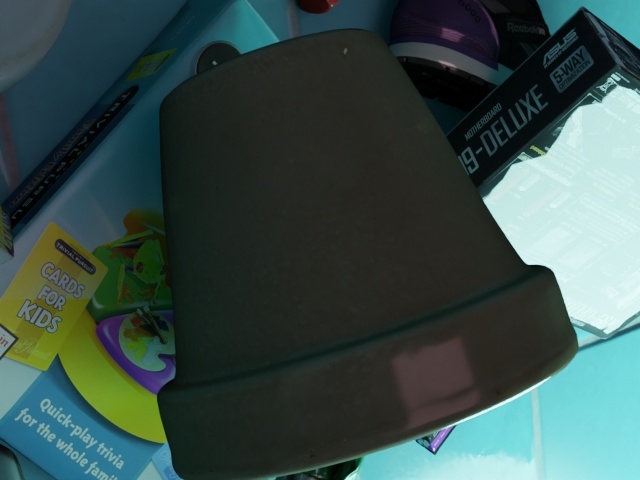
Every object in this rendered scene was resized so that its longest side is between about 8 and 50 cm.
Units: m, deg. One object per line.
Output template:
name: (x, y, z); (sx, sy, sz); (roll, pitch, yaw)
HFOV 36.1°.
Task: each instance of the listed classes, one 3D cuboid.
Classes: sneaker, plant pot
sneaker: (0.187, -0.171, 0.894); (0.283, 0.107, 0.124); (17, 81, -36)
plant pot: (0.000, 0.000, 0.623); (0.263, 0.263, 0.229); (-18, 89, -32)

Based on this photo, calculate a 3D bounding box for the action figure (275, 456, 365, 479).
action figure: (-0.005, 0.174, 0.813); (0.063, 0.137, 0.232); (33, 69, -22)

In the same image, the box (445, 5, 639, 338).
box: (0.249, -0.039, 0.885); (0.307, 0.076, 0.242); (21, 129, -35)

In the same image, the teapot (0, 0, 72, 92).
teapot: (-0.267, -0.184, 0.523); (0.252, 0.187, 0.256); (58, 36, -48)

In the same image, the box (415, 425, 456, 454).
box: (0.115, 0.111, 0.892); (0.116, 0.029, 0.162); (-48, 146, -20)

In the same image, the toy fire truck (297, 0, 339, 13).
toy fire truck: (-0.014, -0.290, 0.761); (0.135, 0.047, 0.192); (-50, 121, -18)

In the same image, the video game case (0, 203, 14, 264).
video game case: (-0.308, -0.001, 0.477); (0.232, 0.041, 0.210); (-25, 147, 7)

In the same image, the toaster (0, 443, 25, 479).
toaster: (-0.278, 0.185, 0.592); (0.186, 0.110, 0.168); (39, 83, -28)

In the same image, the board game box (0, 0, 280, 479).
board game box: (-0.103, 0.026, 0.728); (0.336, 0.079, 0.254); (-52, 122, -17)
